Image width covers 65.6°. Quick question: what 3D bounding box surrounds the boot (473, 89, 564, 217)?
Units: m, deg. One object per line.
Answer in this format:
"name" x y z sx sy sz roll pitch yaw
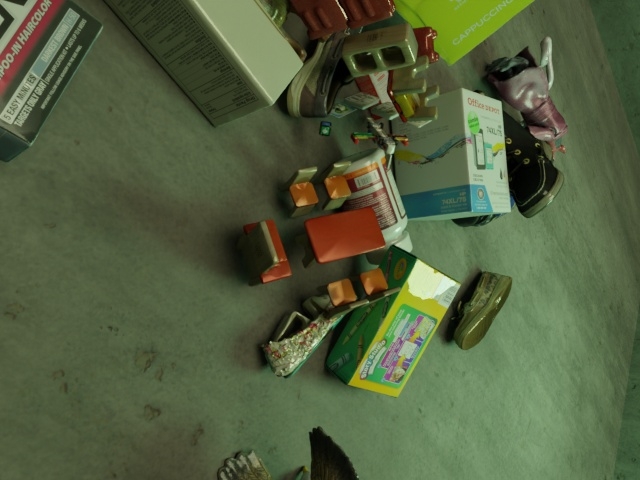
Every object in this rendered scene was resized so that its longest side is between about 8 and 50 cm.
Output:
"boot" 0.476 -0.237 1.293 0.284 0.138 0.377 37 39 -6

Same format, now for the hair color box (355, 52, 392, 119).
"hair color box" 0.125 -0.354 1.124 0.072 0.043 0.141 -48 119 -36

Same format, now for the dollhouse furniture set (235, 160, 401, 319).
"dollhouse furniture set" 0.000 0.000 0.855 0.259 0.135 0.262 -14 78 -30

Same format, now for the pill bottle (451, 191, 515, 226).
"pill bottle" 0.442 -0.107 1.357 0.219 0.122 0.123 -22 101 -43

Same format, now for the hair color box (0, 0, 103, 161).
"hair color box" -0.450 -0.265 0.503 0.374 0.113 0.185 34 64 -37

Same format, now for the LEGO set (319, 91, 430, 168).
"LEGO set" 0.099 -0.229 1.001 0.244 0.182 0.060 -38 147 -48

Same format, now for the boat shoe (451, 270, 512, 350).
"boat shoe" 0.429 0.187 1.357 0.285 0.089 0.105 -38 138 -37

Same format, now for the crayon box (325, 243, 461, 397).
"crayon box" 0.149 0.168 1.001 0.165 0.081 0.278 28 92 -40

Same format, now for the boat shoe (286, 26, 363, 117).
"boat shoe" 0.032 -0.346 0.976 0.285 0.092 0.103 -61 162 -25

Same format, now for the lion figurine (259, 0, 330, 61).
"lion figurine" -0.068 -0.490 0.905 0.240 0.142 0.392 38 47 -27

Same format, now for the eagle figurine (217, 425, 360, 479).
"eagle figurine" -0.011 0.463 0.826 0.226 0.225 0.298 -53 133 -22

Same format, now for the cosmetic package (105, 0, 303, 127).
"cosmetic package" -0.188 -0.334 0.735 0.309 0.160 0.113 49 55 -31

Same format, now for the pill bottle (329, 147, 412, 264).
"pill bottle" 0.108 -0.068 1.027 0.121 0.121 0.221 -36 111 -40

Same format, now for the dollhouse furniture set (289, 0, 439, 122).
"dollhouse furniture set" 0.093 -0.391 0.870 0.374 0.152 0.201 42 52 -54

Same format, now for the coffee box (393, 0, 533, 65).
"coffee box" 0.270 -0.648 1.013 0.338 0.337 0.334 24 42 -42

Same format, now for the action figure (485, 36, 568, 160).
"action figure" 0.673 -0.417 1.527 0.370 0.275 0.248 48 48 -14

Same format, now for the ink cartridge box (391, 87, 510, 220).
"ink cartridge box" 0.308 -0.190 1.181 0.198 0.197 0.270 -4 89 -45

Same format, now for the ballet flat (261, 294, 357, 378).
"ballet flat" -0.016 0.151 0.917 0.077 0.091 0.241 50 48 -2
